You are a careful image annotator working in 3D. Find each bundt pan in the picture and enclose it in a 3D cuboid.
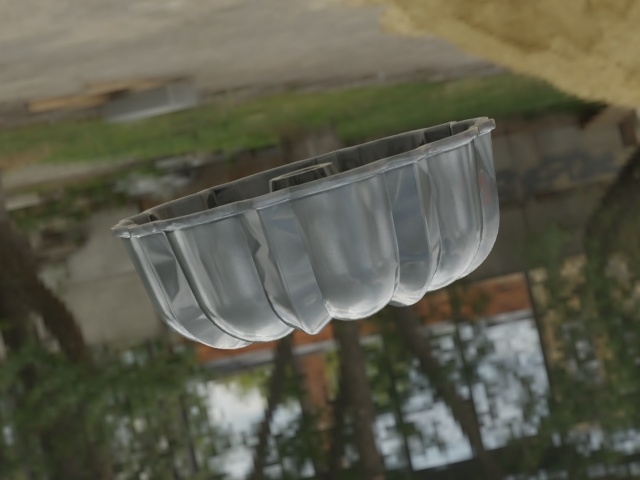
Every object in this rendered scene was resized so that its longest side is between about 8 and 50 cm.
[{"bbox_3d":[0.000,0.000,1.416,0.331,0.124,0.331,-16,-175,1],"label":"bundt pan"}]
